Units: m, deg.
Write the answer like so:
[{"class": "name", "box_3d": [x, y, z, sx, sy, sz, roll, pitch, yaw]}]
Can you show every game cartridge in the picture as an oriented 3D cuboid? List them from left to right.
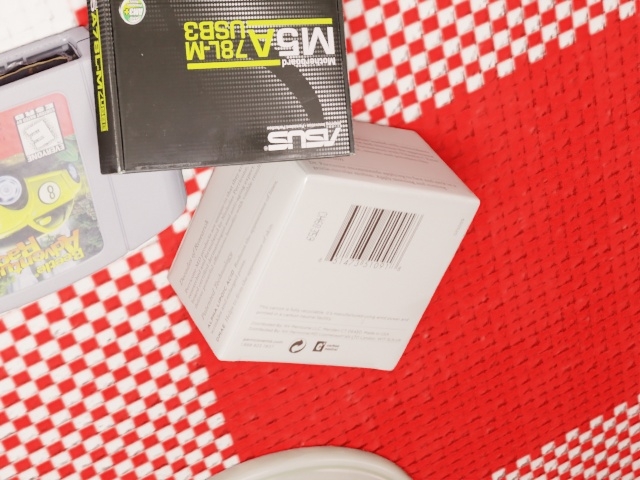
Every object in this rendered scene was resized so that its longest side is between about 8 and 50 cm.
[{"class": "game cartridge", "box_3d": [-0.245, -0.036, 1.153, 0.294, 0.060, 0.196, -23, 137, -15]}]

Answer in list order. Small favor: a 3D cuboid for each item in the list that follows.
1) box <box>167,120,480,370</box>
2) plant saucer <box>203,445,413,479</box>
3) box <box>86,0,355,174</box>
[{"class": "box", "box_3d": [0.000, 0.000, 1.282, 0.181, 0.119, 0.182, 7, 120, -35]}, {"class": "plant saucer", "box_3d": [-0.046, 0.389, 1.571, 0.400, 0.100, 0.400, -17, 131, -21]}, {"class": "box", "box_3d": [-0.072, -0.144, 1.118, 0.191, 0.045, 0.184, -5, 90, -28]}]
